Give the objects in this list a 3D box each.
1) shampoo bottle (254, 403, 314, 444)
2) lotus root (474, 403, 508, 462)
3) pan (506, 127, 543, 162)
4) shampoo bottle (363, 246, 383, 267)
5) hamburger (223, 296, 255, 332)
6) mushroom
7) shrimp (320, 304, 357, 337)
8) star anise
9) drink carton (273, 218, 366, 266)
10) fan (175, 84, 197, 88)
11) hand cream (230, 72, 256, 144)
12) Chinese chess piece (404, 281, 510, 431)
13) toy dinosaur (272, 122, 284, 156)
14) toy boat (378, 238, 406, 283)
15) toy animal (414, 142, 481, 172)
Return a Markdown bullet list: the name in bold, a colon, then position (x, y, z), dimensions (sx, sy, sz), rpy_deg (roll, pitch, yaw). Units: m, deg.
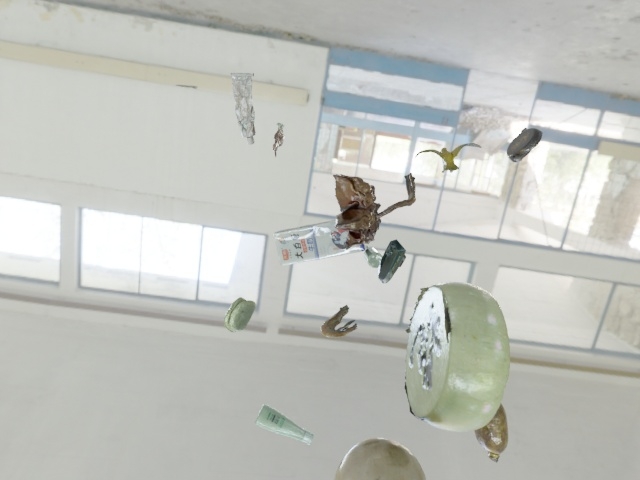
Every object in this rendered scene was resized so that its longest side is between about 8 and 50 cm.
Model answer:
- **shampoo bottle**: position (-0.114, 0.602, 1.424), dimensions (0.191, 0.041, 0.069), rpy_deg (26, -137, 3)
- **lotus root**: position (0.699, 0.772, 1.803), dimensions (0.129, 0.259, 0.145), rpy_deg (-5, 178, 0)
- **pan**: position (0.618, -0.313, 1.344), dimensions (0.040, 0.115, 0.212), rpy_deg (40, -141, -8)
- **shampoo bottle**: position (0.181, 0.055, 1.544), dimensions (0.056, 0.056, 0.195), rpy_deg (9, -174, -1)
- **hamburger**: position (-0.270, 0.243, 1.430), dimensions (0.054, 0.121, 0.084), rpy_deg (23, 178, 30)
- **mushroom**: position (0.144, 0.593, 1.058), dimensions (0.227, 0.226, 0.178), rpy_deg (11, 168, 7)
- **shrimp**: position (0.097, 0.345, 1.897), dimensions (0.152, 0.046, 0.219), rpy_deg (-1, -155, 34)
- **star anise**: position (0.145, -0.107, 1.256), dimensions (0.347, 0.237, 0.148), rpy_deg (-30, -159, -29)
- **drink carton**: position (0.000, 0.000, 1.583), dimensions (0.316, 0.130, 0.106), rpy_deg (-11, -176, 12)
- **fan**: position (-0.373, -0.429, 1.229), dimensions (0.060, 0.003, 0.080), rpy_deg (0, -157, -15)
- **hand cream**: position (-0.274, -0.478, 1.612), dimensions (0.084, 0.256, 0.050), rpy_deg (0, -155, 7)
- **Chinese chess piece**: position (0.311, 0.272, 1.060), dimensions (0.147, 0.348, 0.349), rpy_deg (9, -166, -3)
- **toy dinosaur**: position (-0.150, -0.357, 1.551), dimensions (0.032, 0.108, 0.220), rpy_deg (15, -157, -2)
- **toy boat**: position (0.200, 0.068, 1.263), dimensions (0.060, 0.141, 0.055), rpy_deg (1, -145, -29)
- **toy animal**: position (0.439, -0.285, 1.559), dimensions (0.220, 0.094, 0.155), rpy_deg (-7, -176, 4)
